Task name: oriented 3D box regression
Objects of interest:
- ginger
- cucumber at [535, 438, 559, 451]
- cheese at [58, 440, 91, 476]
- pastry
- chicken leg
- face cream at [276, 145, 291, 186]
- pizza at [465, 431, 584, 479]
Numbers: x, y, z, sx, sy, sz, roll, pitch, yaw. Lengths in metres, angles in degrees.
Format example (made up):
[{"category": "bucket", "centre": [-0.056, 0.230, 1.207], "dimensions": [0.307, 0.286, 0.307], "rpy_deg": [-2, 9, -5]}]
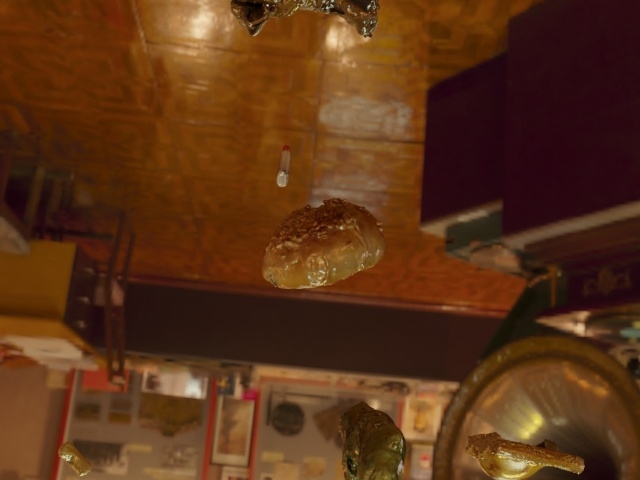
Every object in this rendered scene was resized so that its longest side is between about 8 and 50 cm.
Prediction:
[{"category": "ginger", "centre": [0.086, 0.357, 1.558], "dimensions": [0.089, 0.137, 0.290], "rpy_deg": [38, 170, -10]}, {"category": "cucumber", "centre": [0.414, 0.433, 1.853], "dimensions": [0.135, 0.033, 0.034], "rpy_deg": [-33, 104, 31]}, {"category": "cheese", "centre": [-0.531, 0.472, 1.990], "dimensions": [0.030, 0.083, 0.044], "rpy_deg": [-38, -170, 12]}, {"category": "pastry", "centre": [0.000, 0.000, 2.226], "dimensions": [0.315, 0.184, 0.284], "rpy_deg": [-20, -170, -40]}, {"category": "chicken leg", "centre": [-0.025, -0.309, 1.115], "dimensions": [0.196, 0.125, 0.080], "rpy_deg": [1, -166, -2]}, {"category": "face cream", "centre": [-0.062, -0.132, 1.598], "dimensions": [0.021, 0.083, 0.040], "rpy_deg": [6, 137, -1]}, {"category": "pizza", "centre": [0.382, 0.422, 1.747], "dimensions": [0.204, 0.081, 0.188], "rpy_deg": [16, 165, -12]}]
